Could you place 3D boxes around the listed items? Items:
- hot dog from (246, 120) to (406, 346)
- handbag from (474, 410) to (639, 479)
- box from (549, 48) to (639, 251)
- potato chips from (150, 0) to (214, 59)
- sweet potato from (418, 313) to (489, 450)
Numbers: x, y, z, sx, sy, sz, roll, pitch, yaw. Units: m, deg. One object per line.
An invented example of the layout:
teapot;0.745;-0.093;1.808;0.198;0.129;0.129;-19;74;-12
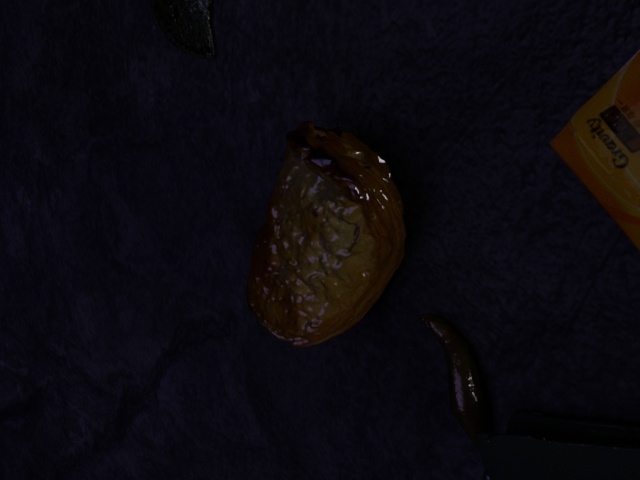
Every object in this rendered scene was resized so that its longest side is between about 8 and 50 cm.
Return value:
hot dog;0.003;-0.002;0.813;0.175;0.114;0.259;42;133;27
handbag;0.266;0.279;0.620;0.260;0.079;0.248;-10;93;51
box;0.294;-0.103;0.493;0.152;0.043;0.269;57;136;20
potato chips;-0.181;-0.362;0.973;0.202;0.029;0.220;55;138;26
sweet potato;0.144;0.143;0.750;0.041;0.038;0.153;-25;80;27
